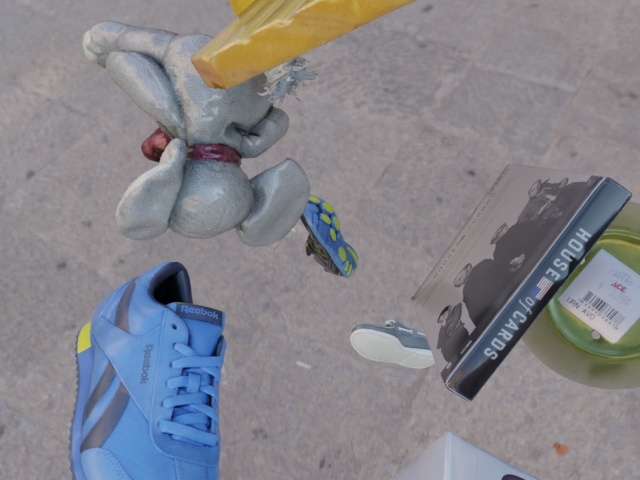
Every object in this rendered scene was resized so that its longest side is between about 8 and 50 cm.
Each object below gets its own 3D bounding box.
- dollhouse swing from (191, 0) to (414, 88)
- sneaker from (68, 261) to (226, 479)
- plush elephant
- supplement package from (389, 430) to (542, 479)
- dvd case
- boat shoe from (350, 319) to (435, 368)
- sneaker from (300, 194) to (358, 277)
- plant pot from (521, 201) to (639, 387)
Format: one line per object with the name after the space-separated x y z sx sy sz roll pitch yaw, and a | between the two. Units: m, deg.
0.012 -0.334 0.505 0.347 0.315 0.305 -16 15 29 | dollhouse swing
-0.086 0.081 0.346 0.082 0.069 0.209 -44 35 7 | sneaker
-0.153 -0.116 0.807 0.330 0.272 0.255 19 92 48 | plush elephant
0.071 0.293 0.368 0.145 0.204 0.261 28 38 -6 | supplement package
0.149 0.016 0.536 0.030 0.238 0.179 34 99 -2 | dvd case
0.204 0.285 1.799 0.320 0.116 0.099 22 41 -33 | boat shoe
0.000 0.000 1.051 0.078 0.188 0.067 1 52 29 | sneaker
0.357 0.067 0.776 0.275 0.294 0.274 -2 86 23 | plant pot
